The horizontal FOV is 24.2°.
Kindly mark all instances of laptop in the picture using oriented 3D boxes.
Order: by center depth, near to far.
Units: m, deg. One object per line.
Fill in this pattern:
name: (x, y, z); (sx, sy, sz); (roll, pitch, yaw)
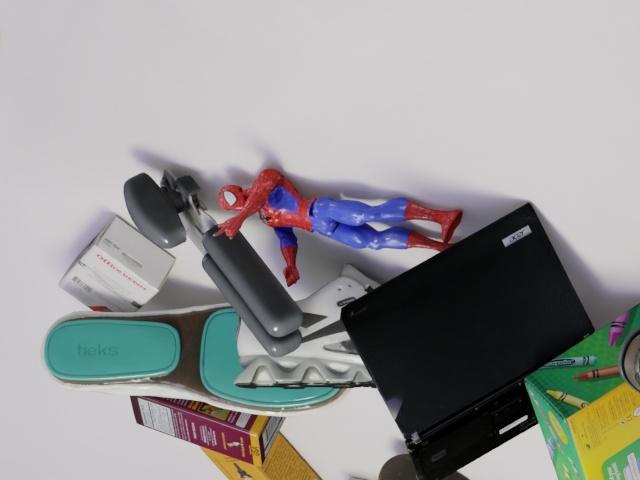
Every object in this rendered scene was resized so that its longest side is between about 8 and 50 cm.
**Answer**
laptop: (0.166, 0.123, 1.614); (0.137, 0.234, 0.264); (59, 175, 27)

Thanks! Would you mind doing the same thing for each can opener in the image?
can opener: (-0.120, 0.024, 1.684); (0.280, 0.093, 0.074); (46, 152, 30)

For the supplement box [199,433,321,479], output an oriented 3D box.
supplement box: (-0.066, 0.332, 2.088); (0.078, 0.080, 0.233); (-12, 129, 40)

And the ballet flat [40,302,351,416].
ballet flat: (-0.148, 0.149, 1.883); (0.400, 0.139, 0.139); (3, 138, 10)

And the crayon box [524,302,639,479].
crayon box: (0.335, 0.215, 1.610); (0.081, 0.165, 0.278); (47, 165, 49)

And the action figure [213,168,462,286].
action figure: (0.000, 0.000, 1.619); (0.280, 0.139, 0.091); (15, 139, 22)

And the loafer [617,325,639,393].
loafer: (0.426, 0.145, 1.487); (0.267, 0.096, 0.084); (18, -177, -20)

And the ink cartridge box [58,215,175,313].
ink cartridge box: (-0.258, 0.041, 1.890); (0.099, 0.056, 0.135); (37, 143, -11)

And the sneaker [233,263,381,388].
sneaker: (0.068, 0.098, 1.702); (0.330, 0.146, 0.122); (2, 169, -2)

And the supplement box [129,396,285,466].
supplement box: (-0.144, 0.211, 1.974); (0.188, 0.104, 0.081); (17, 142, 17)

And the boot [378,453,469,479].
boot: (0.184, 0.393, 1.982); (0.305, 0.112, 0.115); (37, 153, -13)

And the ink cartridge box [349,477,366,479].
ink cartridge box: (0.078, 0.400, 2.061); (0.092, 0.090, 0.143); (5, 136, 28)
